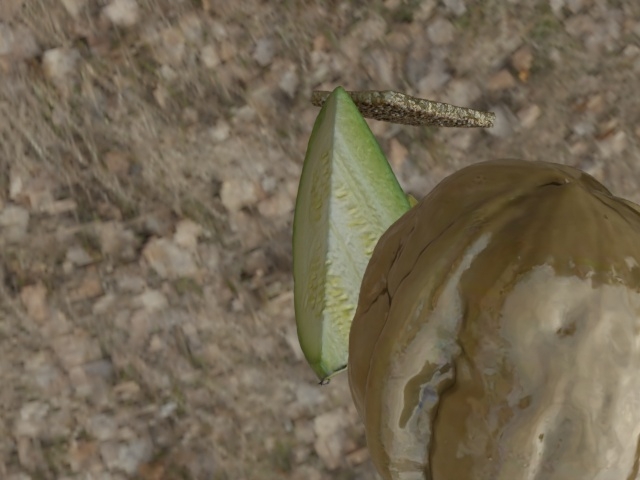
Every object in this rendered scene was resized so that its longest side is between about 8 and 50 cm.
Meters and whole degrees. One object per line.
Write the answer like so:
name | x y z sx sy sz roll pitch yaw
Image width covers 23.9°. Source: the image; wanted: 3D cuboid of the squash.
squash | 0.000 0.000 1.697 0.203 0.289 0.111 -26 173 -29

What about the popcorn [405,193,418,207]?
popcorn | 0.066 0.027 1.922 0.167 0.187 0.185 5 141 12

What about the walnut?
walnut | 0.083 0.046 0.636 0.149 0.166 0.167 -8 127 -33

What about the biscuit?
biscuit | 0.103 -0.157 1.838 0.231 0.131 0.025 5 90 -49
